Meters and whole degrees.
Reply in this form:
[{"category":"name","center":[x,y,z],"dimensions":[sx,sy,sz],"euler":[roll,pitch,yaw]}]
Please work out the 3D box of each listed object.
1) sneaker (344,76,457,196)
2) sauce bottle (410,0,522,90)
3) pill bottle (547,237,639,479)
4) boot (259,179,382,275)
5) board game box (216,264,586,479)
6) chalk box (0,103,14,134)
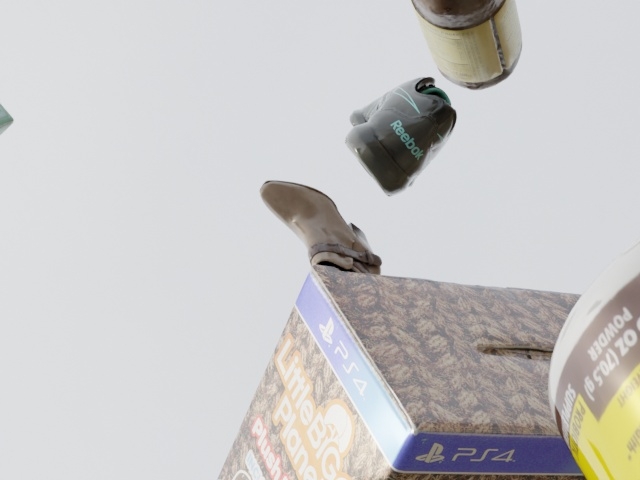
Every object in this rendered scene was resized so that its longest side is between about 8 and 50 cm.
[{"category":"sneaker","center":[0.094,-0.112,1.376],"dimensions":[0.106,0.267,0.101],"euler":[-40,-82,10]},{"category":"sauce bottle","center":[0.149,-0.267,1.407],"dimensions":[0.111,0.111,0.344],"euler":[-42,-19,-2]},{"category":"pill bottle","center":[0.153,0.091,0.342],"dimensions":[0.117,0.215,0.117],"euler":[-13,-46,-14]},{"category":"boot","center":[0.000,0.000,1.109],"dimensions":[0.118,0.087,0.042],"euler":[27,-63,-12]},{"category":"board game box","center":[0.066,0.179,0.813],"dimensions":[0.232,0.141,0.291],"euler":[6,-58,-30]},{"category":"chalk box","center":[-0.382,-0.111,1.222],"dimensions":[0.213,0.132,0.132],"euler":[-39,-86,19]}]
